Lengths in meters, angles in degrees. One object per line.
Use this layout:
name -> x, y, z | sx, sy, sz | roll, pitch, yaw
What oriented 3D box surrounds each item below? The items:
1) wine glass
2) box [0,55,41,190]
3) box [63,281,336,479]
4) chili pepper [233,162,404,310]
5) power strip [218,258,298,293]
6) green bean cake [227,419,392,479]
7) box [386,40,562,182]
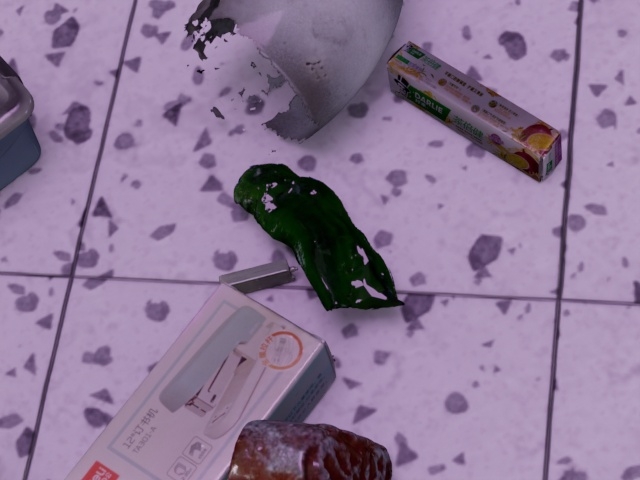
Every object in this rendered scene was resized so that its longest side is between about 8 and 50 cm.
wine glass -> 0.019, -0.272, 1.744 | 0.190, 0.190, 0.357 | 33, 72, 25
box -> -0.415, -0.106, 1.762 | 0.227, 0.130, 0.162 | -40, 62, -11
box -> -0.112, 0.182, 1.573 | 0.135, 0.079, 0.269 | 30, 70, 24
chili pepper -> 0.000, -0.002, 1.661 | 0.098, 0.061, 0.224 | -16, 46, -34
power strip -> -0.063, 0.038, 1.675 | 0.083, 0.027, 0.017 | -15, 61, 0
green bean cake -> -0.016, 0.276, 1.475 | 0.097, 0.198, 0.232 | 4, 77, 22
box -> 0.157, -0.133, 1.719 | 0.207, 0.050, 0.041 | 35, 71, 25
